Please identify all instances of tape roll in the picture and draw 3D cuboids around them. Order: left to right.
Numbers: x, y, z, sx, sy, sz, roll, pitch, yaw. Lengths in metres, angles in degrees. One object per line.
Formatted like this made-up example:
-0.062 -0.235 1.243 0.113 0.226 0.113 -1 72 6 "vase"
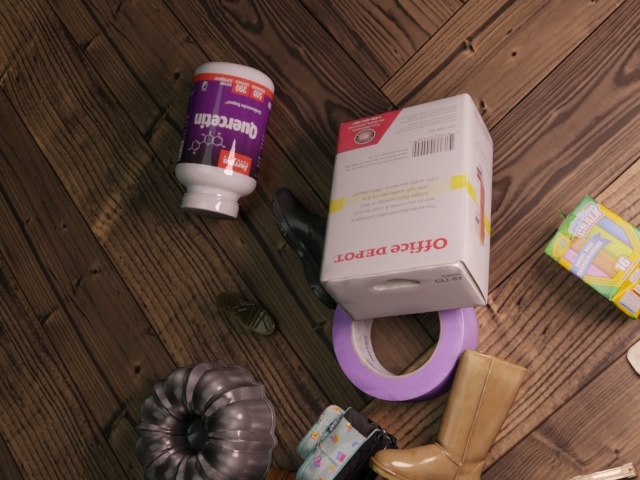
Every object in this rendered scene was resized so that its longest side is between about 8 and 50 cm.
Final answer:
0.163 0.177 1.888 0.274 0.090 0.275 -7 75 27 "tape roll"

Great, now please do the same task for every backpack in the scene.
0.037 0.418 1.847 0.144 0.166 0.188 29 81 28 "backpack"

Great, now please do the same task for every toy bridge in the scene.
0.457 0.425 1.693 0.188 0.063 0.026 -21 70 22 "toy bridge"

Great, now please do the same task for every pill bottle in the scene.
-0.214 -0.216 2.119 0.181 0.181 0.323 6 82 29 "pill bottle"

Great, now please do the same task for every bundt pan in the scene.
-0.262 0.411 2.043 0.330 0.124 0.331 -6 76 27 "bundt pan"

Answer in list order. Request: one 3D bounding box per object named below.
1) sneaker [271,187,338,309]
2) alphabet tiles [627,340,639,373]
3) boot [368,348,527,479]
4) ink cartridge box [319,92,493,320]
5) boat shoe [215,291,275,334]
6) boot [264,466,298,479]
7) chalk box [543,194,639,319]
0.000 0.000 2.018 0.130 0.109 0.286 -33 72 7 "sneaker"
0.667 0.177 1.625 0.278 0.021 0.284 -47 53 27 "alphabet tiles"
0.231 0.324 1.768 0.089 0.236 0.270 23 93 67 "boot"
0.169 -0.058 1.824 0.279 0.160 0.385 -9 53 25 "ink cartridge box"
-0.158 0.161 2.092 0.153 0.048 0.056 24 78 23 "boat shoe"
-0.063 0.561 1.936 0.152 0.073 0.197 12 73 28 "boot"
0.496 0.017 1.711 0.132 0.132 0.213 -55 47 8 "chalk box"
